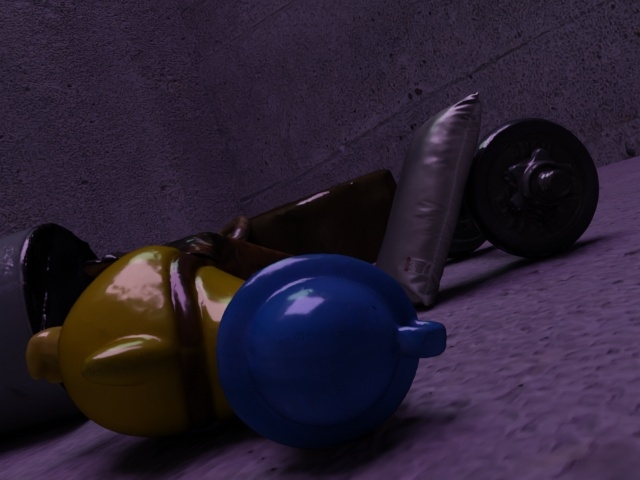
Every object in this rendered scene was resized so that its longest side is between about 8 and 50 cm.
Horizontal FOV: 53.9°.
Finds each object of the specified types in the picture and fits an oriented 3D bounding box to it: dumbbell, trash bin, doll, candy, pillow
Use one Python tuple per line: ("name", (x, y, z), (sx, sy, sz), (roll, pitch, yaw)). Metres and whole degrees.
("dumbbell", (0.237, -0.061, 0.915), (0.179, 0.179, 0.406), (-18, 2, -11))
("trash bin", (-0.390, 0.120, 0.715), (0.262, 0.217, 0.277), (-18, -25, 4))
("doll", (-0.072, 0.069, 0.453), (0.362, 0.145, 0.199), (-8, 2, 39))
("candy", (-0.089, 0.049, 0.641), (0.143, 0.101, 0.271), (-15, -25, 36))
("pillow", (0.123, -0.042, 0.756), (0.078, 0.254, 0.144), (17, -9, -8))

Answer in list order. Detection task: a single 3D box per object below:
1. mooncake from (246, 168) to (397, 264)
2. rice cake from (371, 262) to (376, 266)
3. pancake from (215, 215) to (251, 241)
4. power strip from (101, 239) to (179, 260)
("mooncake", (0.000, 0.000, 1.328), (0.378, 0.201, 0.378), (-21, 4, 1))
("rice cake", (0.045, 0.067, 0.924), (0.206, 0.047, 0.036), (-17, -5, -30))
("pancake", (-0.231, 0.074, 1.153), (0.288, 0.033, 0.286), (-40, 17, 30))
("power strip", (-0.156, 0.050, 0.903), (0.256, 0.092, 0.251), (22, 4, -5))
